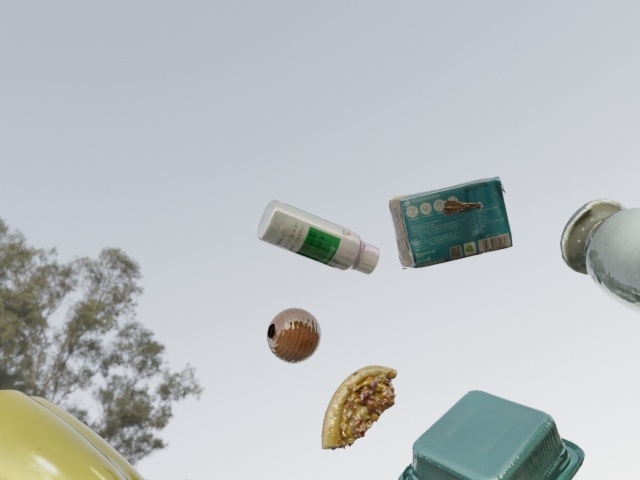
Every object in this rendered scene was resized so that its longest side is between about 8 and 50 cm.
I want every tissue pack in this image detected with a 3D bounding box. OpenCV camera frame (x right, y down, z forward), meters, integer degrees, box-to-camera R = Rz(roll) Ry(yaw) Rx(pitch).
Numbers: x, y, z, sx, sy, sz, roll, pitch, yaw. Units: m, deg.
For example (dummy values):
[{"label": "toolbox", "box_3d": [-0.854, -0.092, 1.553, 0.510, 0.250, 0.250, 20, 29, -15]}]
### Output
[{"label": "tissue pack", "box_3d": [0.329, -0.044, 1.316, 0.270, 0.134, 0.193, -11, -89, -5]}]

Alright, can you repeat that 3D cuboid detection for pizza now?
[{"label": "pizza", "box_3d": [0.087, 0.342, 1.071, 0.246, 0.127, 0.058, -22, -4, -37]}]

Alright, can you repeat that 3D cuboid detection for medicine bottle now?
[{"label": "medicine bottle", "box_3d": [0.000, 0.000, 1.079, 0.259, 0.095, 0.095, 20, -56, -18]}]

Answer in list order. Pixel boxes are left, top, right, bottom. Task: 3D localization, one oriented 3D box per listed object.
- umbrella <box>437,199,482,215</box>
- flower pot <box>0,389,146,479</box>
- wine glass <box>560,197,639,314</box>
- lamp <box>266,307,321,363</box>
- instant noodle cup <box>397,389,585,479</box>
[{"label": "umbrella", "box_3d": [0.254, -0.061, 0.933, 0.083, 0.020, 0.032, -1, -70, 6]}, {"label": "flower pot", "box_3d": [-0.243, 0.251, 0.438, 0.179, 0.195, 0.195, 16, -41, 20]}, {"label": "wine glass", "box_3d": [0.351, 0.025, 0.531, 0.111, 0.204, 0.111, -4, -70, -10]}, {"label": "lamp", "box_3d": [-0.064, 0.228, 1.230, 0.136, 0.136, 0.136, -11, -44, -11]}, {"label": "instant noodle cup", "box_3d": [0.189, 0.244, 0.586, 0.179, 0.157, 0.070, -27, -69, -34]}]
